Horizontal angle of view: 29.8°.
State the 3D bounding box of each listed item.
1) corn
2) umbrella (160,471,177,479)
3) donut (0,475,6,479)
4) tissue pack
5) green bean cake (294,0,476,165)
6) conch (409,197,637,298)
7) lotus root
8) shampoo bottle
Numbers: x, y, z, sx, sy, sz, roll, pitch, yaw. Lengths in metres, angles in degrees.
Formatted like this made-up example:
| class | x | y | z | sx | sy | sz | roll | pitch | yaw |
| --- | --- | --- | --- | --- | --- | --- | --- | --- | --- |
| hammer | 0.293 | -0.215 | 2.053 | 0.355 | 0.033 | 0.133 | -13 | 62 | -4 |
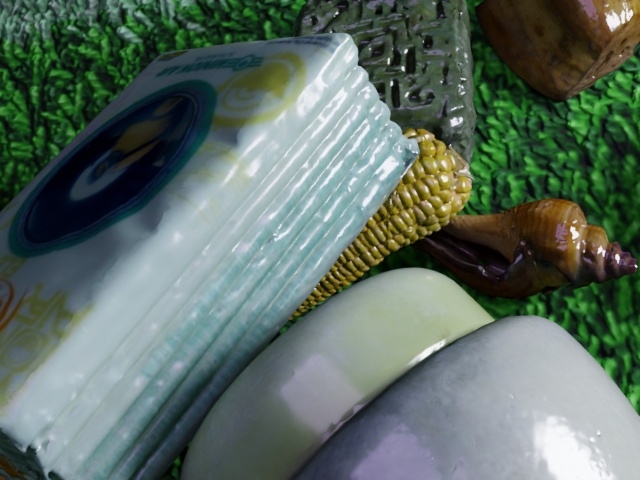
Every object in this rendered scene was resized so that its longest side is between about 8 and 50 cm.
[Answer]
| class | x | y | z | sx | sy | sz | roll | pitch | yaw |
| --- | --- | --- | --- | --- | --- | --- | --- | --- | --- |
| corn | 0.000 | 0.000 | 1.071 | 0.291 | 0.101 | 0.101 | -31 | 60 | 14 |
| umbrella | -0.229 | 0.324 | 0.959 | 0.113 | 0.106 | 0.358 | 19 | 65 | 31 |
| donut | -0.275 | 0.178 | 1.076 | 0.141 | 0.085 | 0.217 | 6 | 65 | 15 |
| tissue pack | -0.140 | 0.013 | 0.949 | 0.287 | 0.162 | 0.388 | 5 | 50 | 53 |
| green bean cake | 0.056 | -0.153 | 1.149 | 0.181 | 0.094 | 0.173 | -2 | 63 | 13 |
| conch | 0.167 | 0.011 | 1.057 | 0.232 | 0.080 | 0.086 | -11 | 46 | 37 |
| lotus root | 0.238 | -0.219 | 1.139 | 0.159 | 0.095 | 0.135 | -29 | 64 | 6 |
| shampoo bottle | 0.085 | 0.203 | 0.840 | 0.322 | 0.322 | 0.317 | -42 | 72 | -8 |
